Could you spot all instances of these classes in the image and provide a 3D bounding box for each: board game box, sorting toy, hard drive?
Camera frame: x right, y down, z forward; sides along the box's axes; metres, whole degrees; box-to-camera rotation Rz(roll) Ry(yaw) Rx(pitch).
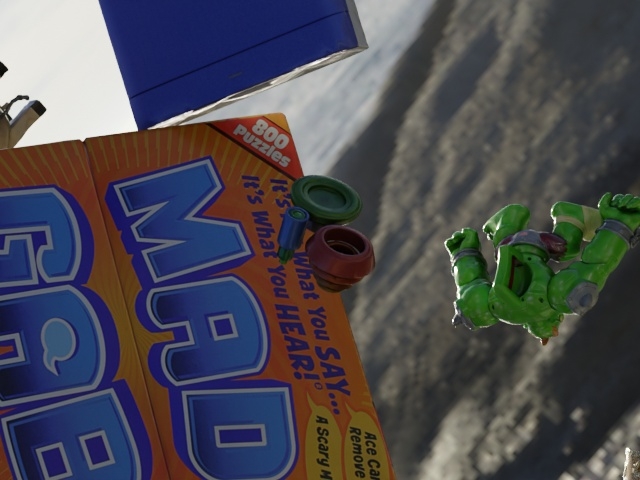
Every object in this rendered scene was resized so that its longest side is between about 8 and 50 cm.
[{"bbox_3d":[-0.187,0.149,1.508,0.356,0.356,0.356,-9,-23,-19],"label":"board game box"},{"bbox_3d":[0.000,0.000,1.189,0.102,0.061,0.042,-107,29,-50],"label":"sorting toy"},{"bbox_3d":[-0.104,-0.273,1.443,0.210,0.319,0.040,-19,-5,23],"label":"hard drive"}]

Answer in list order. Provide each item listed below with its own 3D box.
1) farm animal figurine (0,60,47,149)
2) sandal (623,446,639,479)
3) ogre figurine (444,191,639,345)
[{"bbox_3d":[-0.455,-0.101,2.193,0.172,0.330,0.327,-54,7,-26],"label":"farm animal figurine"},{"bbox_3d":[0.359,0.236,1.827,0.240,0.079,0.088,-48,-23,-2],"label":"sandal"},{"bbox_3d":[0.186,0.023,1.536,0.197,0.097,0.118,4,50,23],"label":"ogre figurine"}]
